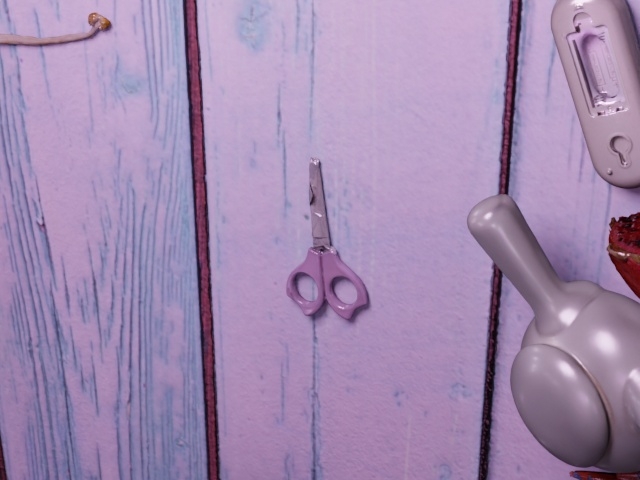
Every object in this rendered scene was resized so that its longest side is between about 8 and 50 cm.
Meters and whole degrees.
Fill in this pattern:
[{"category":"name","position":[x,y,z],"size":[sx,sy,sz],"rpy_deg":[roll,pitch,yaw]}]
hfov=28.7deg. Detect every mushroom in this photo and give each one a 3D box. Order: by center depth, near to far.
[{"category":"mushroom","position":[-0.382,-0.259,1.602],"size":[0.286,0.026,0.028],"rpy_deg":[-4,96,32]}]

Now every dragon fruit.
[{"category":"dragon fruit","position":[0.368,0.051,1.293],"size":[0.127,0.120,0.161],"rpy_deg":[-13,112,38]}]

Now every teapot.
[{"category":"teapot","position":[0.262,0.109,1.346],"size":[0.318,0.149,0.220],"rpy_deg":[55,151,17]}]

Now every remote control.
[{"category":"remote control","position":[0.294,-0.154,1.274],"size":[0.078,0.042,0.221],"rpy_deg":[-10,108,31]}]

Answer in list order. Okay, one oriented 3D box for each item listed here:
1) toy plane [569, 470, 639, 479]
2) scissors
[{"category":"toy plane","position":[0.383,0.278,1.435],"size":[0.189,0.061,0.130],"rpy_deg":[9,119,29]},{"category":"scissors","position":[0.000,0.000,1.524],"size":[0.110,0.021,0.212],"rpy_deg":[6,117,24]}]
